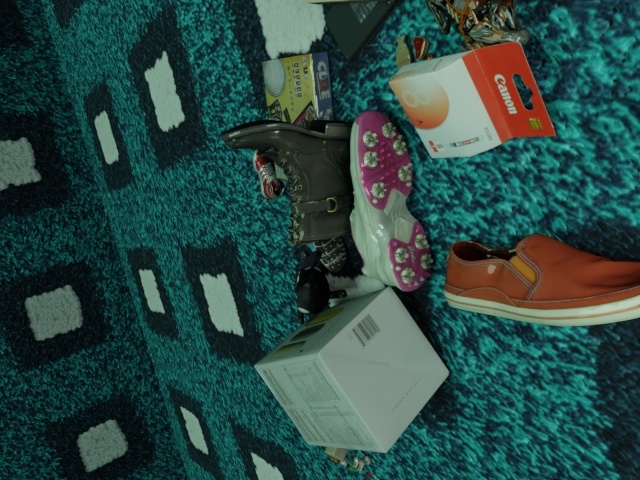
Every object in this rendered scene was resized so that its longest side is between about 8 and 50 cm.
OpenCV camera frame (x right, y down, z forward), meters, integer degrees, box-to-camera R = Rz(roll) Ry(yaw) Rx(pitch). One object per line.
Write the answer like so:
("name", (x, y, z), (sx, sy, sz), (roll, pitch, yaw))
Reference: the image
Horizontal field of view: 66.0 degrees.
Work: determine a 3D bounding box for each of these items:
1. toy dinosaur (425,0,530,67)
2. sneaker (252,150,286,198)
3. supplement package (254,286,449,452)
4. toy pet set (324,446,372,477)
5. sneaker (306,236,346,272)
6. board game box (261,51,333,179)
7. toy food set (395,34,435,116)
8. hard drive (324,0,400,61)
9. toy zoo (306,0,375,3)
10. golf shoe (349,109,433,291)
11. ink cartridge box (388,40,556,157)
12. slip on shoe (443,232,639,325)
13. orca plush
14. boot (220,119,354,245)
("toy dinosaur", (0.161, -0.372, 0.580), (0.322, 0.164, 0.218), (46, 160, -3))
("sneaker", (-0.115, -0.150, 1.120), (0.067, 0.042, 0.118), (18, 127, 52))
("supplement package", (0.049, 0.243, 0.924), (0.198, 0.199, 0.263), (56, 145, -3))
("toy pet set", (0.066, 0.511, 1.202), (0.114, 0.065, 0.122), (40, 152, -18))
("sneaker", (0.000, 0.000, 1.044), (0.162, 0.063, 0.073), (59, 162, 20))
("board game box", (-0.041, -0.238, 0.983), (0.165, 0.042, 0.243), (17, 119, 48))
("toy food set", (0.151, -0.253, 0.748), (0.078, 0.019, 0.122), (7, 104, 51))
("hard drive", (0.062, -0.374, 0.801), (0.135, 0.022, 0.094), (-38, 75, 52))
("toy zoo", (0.051, -0.510, 0.720), (0.192, 0.030, 0.293), (29, 122, 47))
("golf shoe", (0.090, -0.061, 0.841), (0.140, 0.115, 0.306), (-1, 104, 56))
("ink cartridge box", (0.195, -0.173, 0.649), (0.179, 0.045, 0.145), (13, 149, 52))
("slip on shoe", (0.289, 0.042, 0.630), (0.331, 0.123, 0.101), (-1, 101, 58))
("orca plush", (0.005, 0.084, 0.995), (0.287, 0.102, 0.151), (92, 180, -65))
("boot", (-0.043, -0.099, 0.889), (0.091, 0.263, 0.229), (-131, 40, -67))
